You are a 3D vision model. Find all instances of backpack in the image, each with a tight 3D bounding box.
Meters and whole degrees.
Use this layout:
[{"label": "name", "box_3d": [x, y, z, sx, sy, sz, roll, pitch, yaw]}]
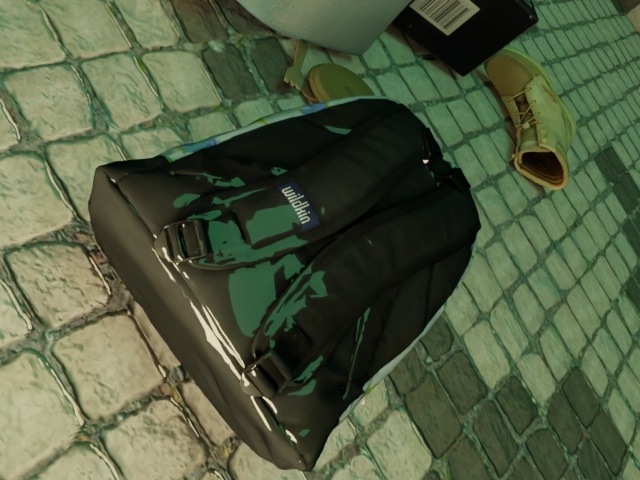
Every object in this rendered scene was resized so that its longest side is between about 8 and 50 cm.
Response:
[{"label": "backpack", "box_3d": [0.000, 0.000, 0.629, 0.355, 0.273, 0.290, -37, 91, -26]}]

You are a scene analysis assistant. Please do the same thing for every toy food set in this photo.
[{"label": "toy food set", "box_3d": [0.030, -0.200, 0.917, 0.192, 0.038, 0.133, 28, 43, -18]}]

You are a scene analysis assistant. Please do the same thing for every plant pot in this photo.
[{"label": "plant pot", "box_3d": [-0.016, -0.428, 0.866, 0.252, 0.248, 0.247, -8, 72, -36]}]

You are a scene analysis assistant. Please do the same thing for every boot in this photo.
[{"label": "boot", "box_3d": [0.402, -0.239, 1.243, 0.262, 0.095, 0.204, 46, 44, -19]}]

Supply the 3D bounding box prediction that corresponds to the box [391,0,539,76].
[{"label": "box", "box_3d": [0.210, -0.509, 1.152, 0.296, 0.182, 0.294, 24, 50, -33]}]
